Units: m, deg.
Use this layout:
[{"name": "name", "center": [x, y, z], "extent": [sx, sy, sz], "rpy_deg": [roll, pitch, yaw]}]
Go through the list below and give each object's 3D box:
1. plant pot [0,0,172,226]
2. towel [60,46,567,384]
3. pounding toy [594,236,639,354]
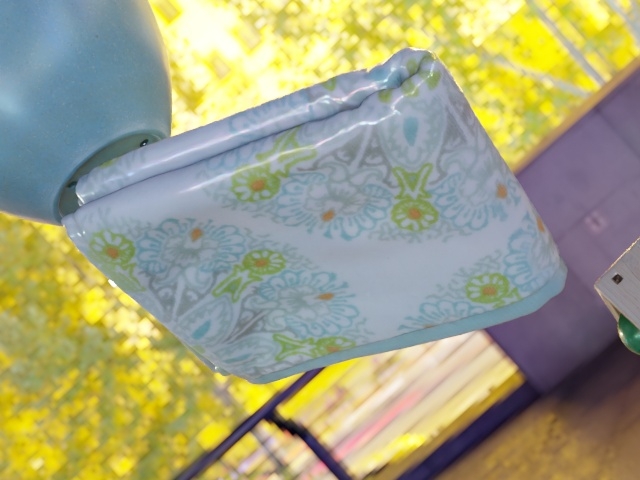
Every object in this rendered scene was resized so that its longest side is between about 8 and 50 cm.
[{"name": "plant pot", "center": [-0.256, -0.128, 1.466], "extent": [0.290, 0.195, 0.290], "rpy_deg": [-34, -21, -15]}, {"name": "towel", "center": [0.000, 0.000, 1.378], "extent": [0.375, 0.320, 0.090], "rpy_deg": [-19, 51, 20]}, {"name": "pounding toy", "center": [0.293, 0.095, 1.001], "extent": [0.094, 0.206, 0.181], "rpy_deg": [-45, -26, 2]}]
